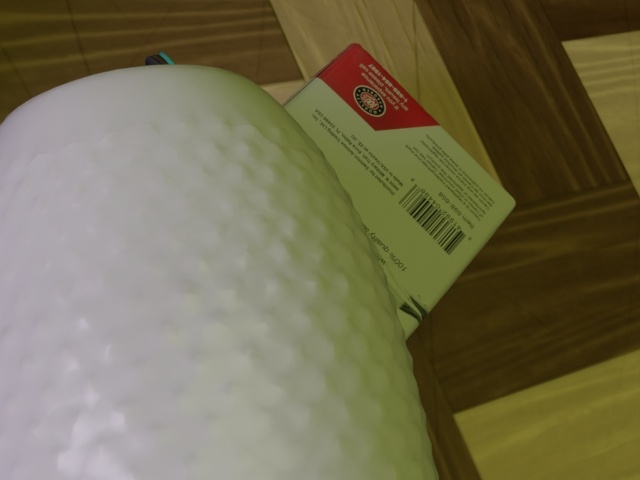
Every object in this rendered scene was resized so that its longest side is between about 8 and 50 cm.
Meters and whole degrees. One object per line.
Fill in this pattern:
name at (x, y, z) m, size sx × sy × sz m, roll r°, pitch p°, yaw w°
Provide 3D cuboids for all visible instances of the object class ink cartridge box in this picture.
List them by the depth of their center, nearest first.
ink cartridge box at (0.000, 0.000, 1.032) m, size 0.197 × 0.114 × 0.273 m, roll 45°, pitch 52°, yaw -1°

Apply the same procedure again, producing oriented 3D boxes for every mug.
mug at (-0.126, 0.092, 0.778) m, size 0.276 × 0.374 × 0.328 m, roll 15°, pitch 60°, yaw -60°

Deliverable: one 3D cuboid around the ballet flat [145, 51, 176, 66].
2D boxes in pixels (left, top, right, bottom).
ballet flat at (-0.064, -0.043, 0.909) m, size 0.203 × 0.074 × 0.074 m, roll 44°, pitch 52°, yaw -6°
